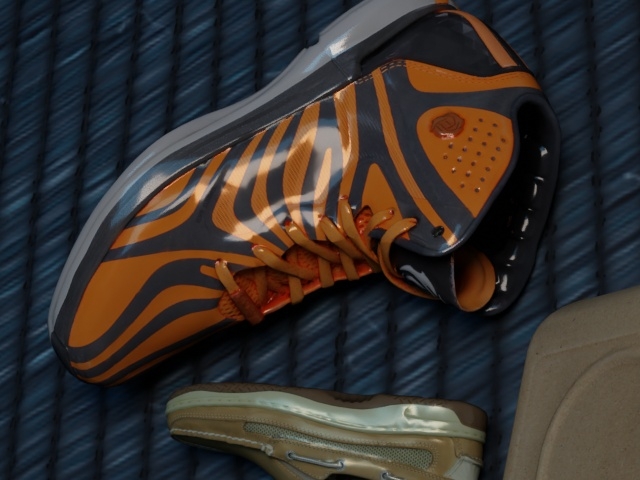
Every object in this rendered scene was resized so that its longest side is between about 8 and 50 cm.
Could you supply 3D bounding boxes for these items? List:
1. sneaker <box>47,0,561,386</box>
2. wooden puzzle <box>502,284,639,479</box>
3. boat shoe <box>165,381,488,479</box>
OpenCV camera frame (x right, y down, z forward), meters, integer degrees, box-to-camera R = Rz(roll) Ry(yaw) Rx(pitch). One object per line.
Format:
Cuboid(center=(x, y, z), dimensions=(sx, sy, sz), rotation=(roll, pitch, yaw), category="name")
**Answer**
Cuboid(center=(0.000, 0.000, 1.059), dimensions=(0.321, 0.124, 0.180), rotation=(-42, 56, -1), category="sneaker")
Cuboid(center=(0.188, 0.162, 0.856), dimensions=(0.322, 0.080, 0.348), rotation=(-21, 46, 56), category="wooden puzzle")
Cuboid(center=(-0.003, 0.121, 1.038), dimensions=(0.190, 0.068, 0.072), rotation=(1, 77, 24), category="boat shoe")
